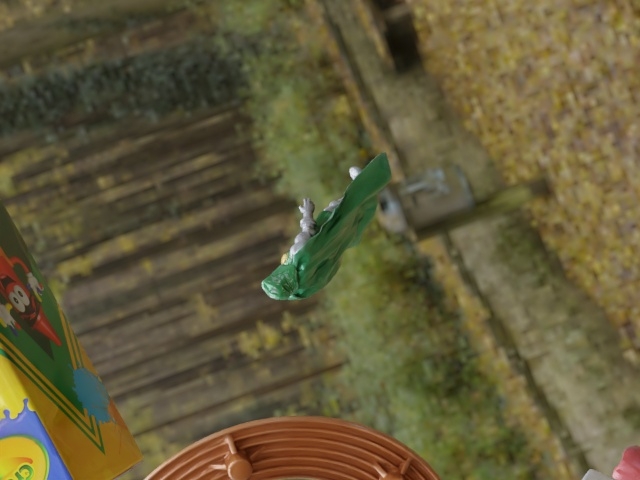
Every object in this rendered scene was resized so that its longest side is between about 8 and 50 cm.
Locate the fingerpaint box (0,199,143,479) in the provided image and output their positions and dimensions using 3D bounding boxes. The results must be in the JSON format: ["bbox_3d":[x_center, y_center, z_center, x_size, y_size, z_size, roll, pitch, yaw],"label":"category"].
[{"bbox_3d":[-0.470,0.182,1.572,0.371,0.445,0.163,61,-163,2],"label":"fingerpaint box"}]

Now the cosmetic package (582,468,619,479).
[{"bbox_3d":[0.324,0.409,1.644,0.385,0.217,0.156,-28,-45,-62],"label":"cosmetic package"}]

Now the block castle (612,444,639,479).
[{"bbox_3d":[0.374,0.504,2.206,0.213,0.453,0.303,22,115,32],"label":"block castle"}]

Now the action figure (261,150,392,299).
[{"bbox_3d":[0.000,0.000,1.725,0.232,0.063,0.137,-48,-26,-50],"label":"action figure"}]

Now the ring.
[{"bbox_3d":[-0.030,0.307,1.339,0.032,0.336,0.336,-115,6,-66],"label":"ring"}]
